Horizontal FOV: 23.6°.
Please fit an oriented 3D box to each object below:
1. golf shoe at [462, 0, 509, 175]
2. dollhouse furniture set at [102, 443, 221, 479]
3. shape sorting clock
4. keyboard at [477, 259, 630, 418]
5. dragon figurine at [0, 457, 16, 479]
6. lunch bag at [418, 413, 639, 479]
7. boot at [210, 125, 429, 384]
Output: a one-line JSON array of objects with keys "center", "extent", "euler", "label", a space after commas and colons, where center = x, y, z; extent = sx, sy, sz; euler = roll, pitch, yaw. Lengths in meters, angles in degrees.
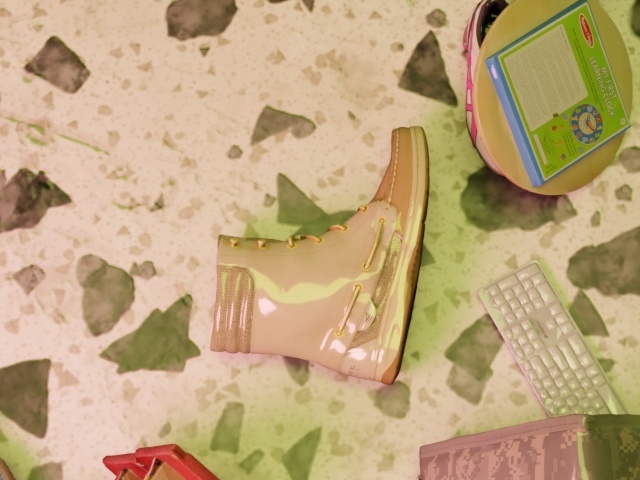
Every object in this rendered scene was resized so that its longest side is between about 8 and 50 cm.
[{"center": [0.179, -0.157, 1.555], "extent": [0.067, 0.086, 0.186], "euler": [-8, 78, 0], "label": "golf shoe"}, {"center": [-0.091, 0.384, 1.405], "extent": [0.374, 0.152, 0.201], "euler": [45, 59, -14], "label": "dollhouse furniture set"}, {"center": [0.232, -0.148, 1.526], "extent": [0.206, 0.040, 0.206], "euler": [-4, 99, -29], "label": "shape sorting clock"}, {"center": [0.249, 0.143, 1.517], "extent": [0.072, 0.014, 0.256], "euler": [-28, 78, -4], "label": "keyboard"}, {"center": [-0.370, 0.260, 1.475], "extent": [0.289, 0.085, 0.144], "euler": [-17, 76, -3], "label": "dragon figurine"}, {"center": [0.199, 0.286, 1.376], "extent": [0.169, 0.287, 0.235], "euler": [6, 75, -34], "label": "lunch bag"}, {"center": [0.000, 0.000, 1.522], "extent": [0.203, 0.095, 0.262], "euler": [9, 81, 5], "label": "boot"}]
